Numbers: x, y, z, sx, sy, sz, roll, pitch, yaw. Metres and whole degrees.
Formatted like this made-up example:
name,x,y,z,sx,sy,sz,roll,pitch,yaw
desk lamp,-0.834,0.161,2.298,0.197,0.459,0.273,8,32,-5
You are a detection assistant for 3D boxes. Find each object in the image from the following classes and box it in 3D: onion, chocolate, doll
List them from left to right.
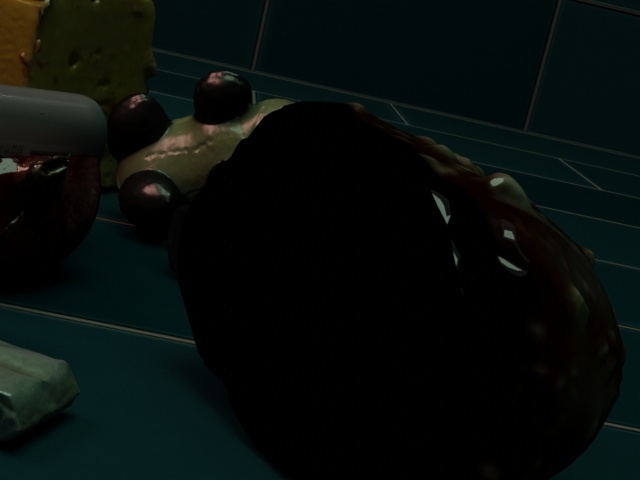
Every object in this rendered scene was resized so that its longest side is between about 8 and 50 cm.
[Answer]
name,x,y,z,sx,sy,sz,roll,pitch,yaw
onion,-0.254,-0.018,1.028,0.151,0.098,0.206,-6,0,40
doll,-0.109,-0.085,1.299,0.234,0.143,0.135,-15,-18,13
chocolate,0.069,0.045,0.856,0.210,0.225,0.340,13,14,-36

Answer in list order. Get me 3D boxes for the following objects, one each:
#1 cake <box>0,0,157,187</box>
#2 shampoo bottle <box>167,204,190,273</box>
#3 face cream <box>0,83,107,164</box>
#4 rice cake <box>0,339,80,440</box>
name,x,y,z,sx,sy,sz,roll,pitch,yaw
cake,-0.328,-0.214,1.377,0.222,0.286,0.227,19,14,22
shampoo bottle,0.000,0.000,1.270,0.134,0.078,0.359,12,9,43
face cream,-0.363,-0.080,1.100,0.337,0.163,0.080,3,51,-36
rice cake,-0.268,0.069,0.786,0.226,0.040,0.085,16,13,11
